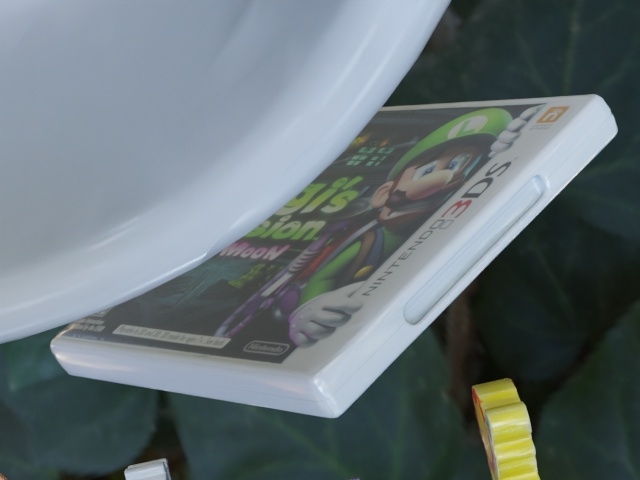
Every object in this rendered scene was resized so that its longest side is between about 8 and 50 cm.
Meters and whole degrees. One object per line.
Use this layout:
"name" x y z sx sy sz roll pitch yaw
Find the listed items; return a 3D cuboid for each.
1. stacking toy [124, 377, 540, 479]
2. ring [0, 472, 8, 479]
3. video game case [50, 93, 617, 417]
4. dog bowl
"stacking toy" 0.015 0.122 0.675 0.167 0.221 0.052 -13 107 -3
"ring" -0.195 0.176 0.646 0.336 0.336 0.032 10 138 -39
"video game case" 0.000 0.000 0.736 0.173 0.190 0.022 -43 115 -28
"dog bowl" -0.119 -0.113 0.320 0.349 0.102 0.349 1 135 1
